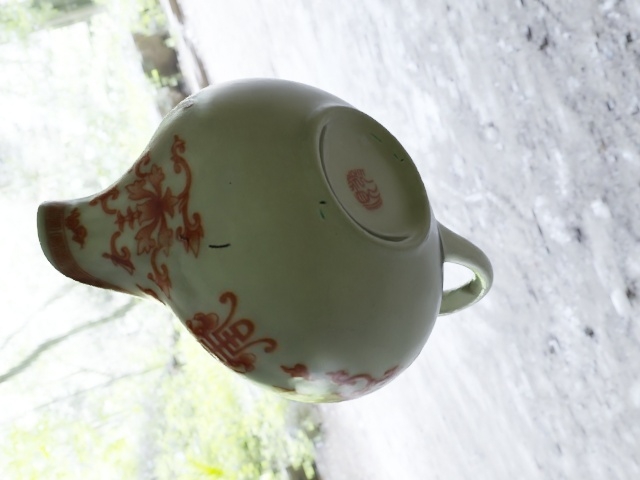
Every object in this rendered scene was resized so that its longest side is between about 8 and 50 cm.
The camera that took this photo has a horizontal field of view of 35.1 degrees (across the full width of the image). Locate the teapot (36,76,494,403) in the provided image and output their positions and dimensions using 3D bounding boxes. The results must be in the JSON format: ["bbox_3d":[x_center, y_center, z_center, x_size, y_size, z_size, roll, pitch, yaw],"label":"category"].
[{"bbox_3d":[0.000,0.000,0.478,0.246,0.116,0.159,25,-146,-37],"label":"teapot"}]
